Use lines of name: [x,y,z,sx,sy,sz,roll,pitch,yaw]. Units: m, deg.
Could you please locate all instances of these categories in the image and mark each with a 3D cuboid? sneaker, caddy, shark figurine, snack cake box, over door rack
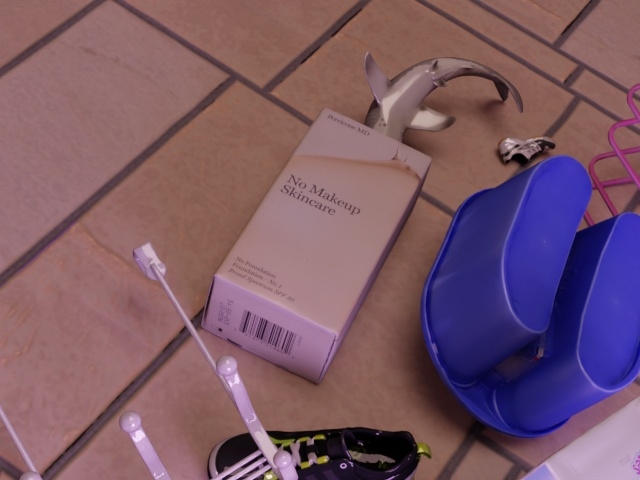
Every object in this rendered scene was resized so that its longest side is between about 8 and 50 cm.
sneaker: [-0.001,0.222,1.366,0.235,0.097,0.084,2,51,-14]
sneaker: [0.284,-0.121,1.768,0.083,0.032,0.037,-5,67,-13]
caddy: [0.251,0.066,1.514,0.241,0.179,0.341,39,48,-12]
shark figurine: [0.134,-0.198,1.746,0.278,0.116,0.166,-29,98,-24]
snack cake box: [0.221,0.272,1.264,0.152,0.264,0.089,-22,70,-37]
over door rack: [-0.207,0.165,1.310,0.240,0.108,0.324,-30,63,-14]

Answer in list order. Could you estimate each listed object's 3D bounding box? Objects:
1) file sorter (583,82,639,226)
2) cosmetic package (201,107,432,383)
file sorter: [0.468,-0.093,1.626,0.182,0.290,0.202,-11,56,-19]
cosmetic package: [0.000,0.000,1.536,0.160,0.113,0.309,25,51,5]
